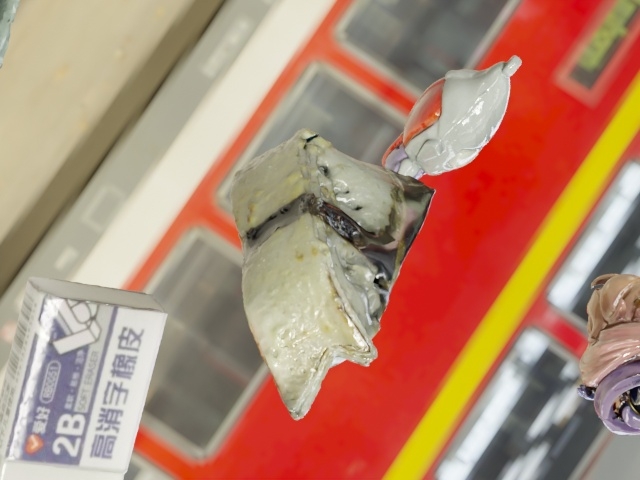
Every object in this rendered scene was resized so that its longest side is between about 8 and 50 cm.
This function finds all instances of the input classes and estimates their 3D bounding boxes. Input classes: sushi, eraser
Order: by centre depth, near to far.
[{"bbox_3d":[-0.017,0.011,1.426,0.134,0.109,0.273,-19,-152,28],"label":"sushi"},{"bbox_3d":[-0.226,0.146,1.720,0.068,0.124,0.210,34,-68,59],"label":"eraser"}]

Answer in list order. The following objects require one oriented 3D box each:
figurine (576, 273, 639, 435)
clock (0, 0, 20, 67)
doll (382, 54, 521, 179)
[{"bbox_3d":[0.290,0.092,1.747,0.126,0.157,0.114,-24,152,23],"label":"figurine"},{"bbox_3d":[-0.306,-0.176,1.109,0.386,0.076,0.386,-47,147,-44],"label":"clock"},{"bbox_3d":[0.111,-0.099,1.728,0.227,0.075,0.102,-44,-170,39],"label":"doll"}]
